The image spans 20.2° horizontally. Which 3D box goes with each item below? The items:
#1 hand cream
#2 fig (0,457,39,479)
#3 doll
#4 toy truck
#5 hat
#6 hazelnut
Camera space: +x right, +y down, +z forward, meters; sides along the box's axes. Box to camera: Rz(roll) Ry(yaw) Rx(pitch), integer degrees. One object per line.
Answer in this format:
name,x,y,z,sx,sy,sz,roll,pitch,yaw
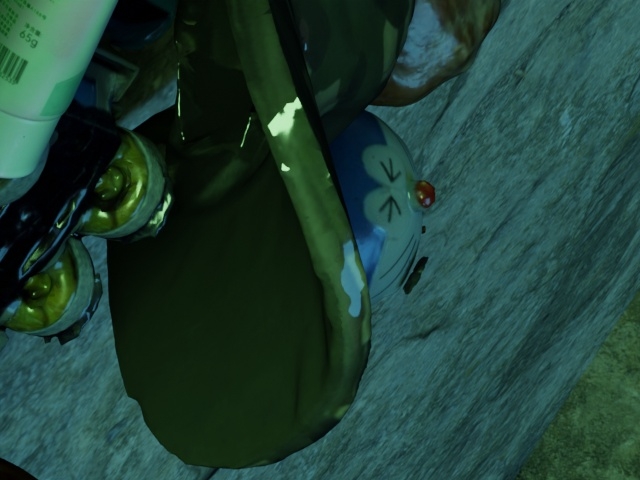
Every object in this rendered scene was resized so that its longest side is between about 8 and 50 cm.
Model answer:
hand cream,-0.099,-0.106,0.694,0.047,0.076,0.174,1,126,-44
fig,-0.240,0.216,1.170,0.205,0.205,0.205,-43,159,-22
doll,0.000,0.000,1.341,0.257,0.161,0.215,93,10,-75
toy truck,-0.210,0.000,0.854,0.367,0.175,0.146,-54,159,5
hat,-0.007,-0.081,0.975,0.257,0.382,0.366,-15,145,-30
hazelnut,0.050,-0.165,1.199,0.154,0.143,0.143,-43,159,-27
